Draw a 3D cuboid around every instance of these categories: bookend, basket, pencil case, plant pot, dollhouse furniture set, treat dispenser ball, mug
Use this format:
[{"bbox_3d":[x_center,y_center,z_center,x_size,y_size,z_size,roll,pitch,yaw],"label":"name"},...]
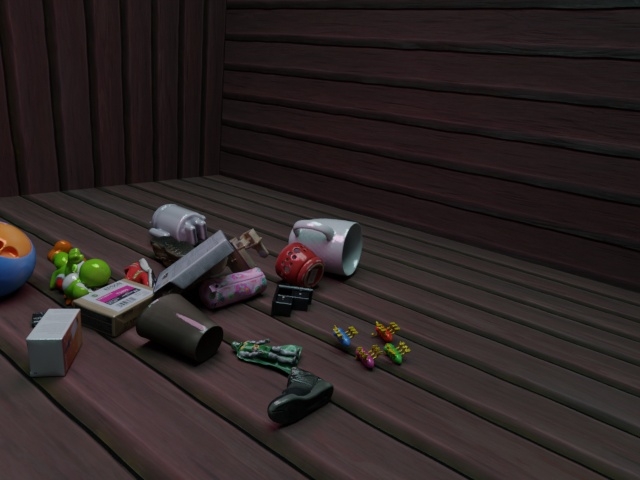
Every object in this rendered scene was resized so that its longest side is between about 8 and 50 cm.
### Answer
[{"bbox_3d":[-0.116,0.256,1.695,0.156,0.072,0.157,8,19,0],"label":"bookend"},{"bbox_3d":[-0.450,0.294,1.354,0.227,0.154,0.204,21,24,26],"label":"basket"},{"bbox_3d":[-0.358,0.194,1.703,0.124,0.124,0.284,22,21,37],"label":"pencil case"},{"bbox_3d":[-0.086,0.127,1.913,0.174,0.191,0.191,30,28,32],"label":"plant pot"},{"bbox_3d":[-0.412,0.147,1.750,0.303,0.173,0.355,-25,19,26],"label":"dollhouse furniture set"},{"bbox_3d":[-1.214,0.068,1.495,0.288,0.288,0.288,7,19,-2],"label":"treat dispenser ball"},{"bbox_3d":[0.000,0.000,2.076,0.328,0.276,0.374,9,-21,25],"label":"mug"}]

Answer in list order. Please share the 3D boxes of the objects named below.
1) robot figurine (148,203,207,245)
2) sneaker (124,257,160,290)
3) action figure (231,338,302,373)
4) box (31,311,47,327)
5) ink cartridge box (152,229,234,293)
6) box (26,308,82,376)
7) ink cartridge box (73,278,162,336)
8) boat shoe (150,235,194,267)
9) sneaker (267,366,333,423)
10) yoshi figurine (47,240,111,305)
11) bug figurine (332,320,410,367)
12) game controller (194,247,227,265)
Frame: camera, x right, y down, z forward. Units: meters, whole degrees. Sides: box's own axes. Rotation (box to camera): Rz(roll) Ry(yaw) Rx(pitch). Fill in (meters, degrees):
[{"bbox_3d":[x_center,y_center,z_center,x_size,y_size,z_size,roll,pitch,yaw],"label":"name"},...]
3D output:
[{"bbox_3d":[-0.774,-0.082,2.227,0.354,0.199,0.300,19,30,30],"label":"robot figurine"},{"bbox_3d":[-0.751,0.172,1.705,0.118,0.107,0.279,-25,30,-26],"label":"sneaker"},{"bbox_3d":[-0.189,0.371,1.363,0.232,0.063,0.137,7,22,9],"label":"action figure"},{"bbox_3d":[-0.951,0.271,1.419,0.083,0.018,0.067,-4,22,-31],"label":"box"},{"bbox_3d":[-0.512,0.093,1.666,0.330,0.071,0.324,-39,17,-8],"label":"ink cartridge box"},{"bbox_3d":[-0.788,0.301,1.223,0.091,0.130,0.170,3,20,-15],"label":"box"},{"bbox_3d":[-0.733,0.237,1.495,0.193,0.088,0.235,15,21,17],"label":"ink cartridge box"},{"bbox_3d":[-0.695,0.066,1.945,0.123,0.119,0.324,-16,24,-41],"label":"boat shoe"},{"bbox_3d":[-0.081,0.438,1.170,0.130,0.087,0.228,21,20,40],"label":"sneaker"},{"bbox_3d":[-0.936,0.116,1.620,0.204,0.202,0.362,-2,23,-44],"label":"yoshi figurine"},{"bbox_3d":[0.182,0.371,1.477,0.279,0.072,0.216,2,25,-28],"label":"bug figurine"},{"bbox_3d":[-0.547,0.084,2.074,0.319,0.067,0.166,-6,37,-32],"label":"game controller"}]
